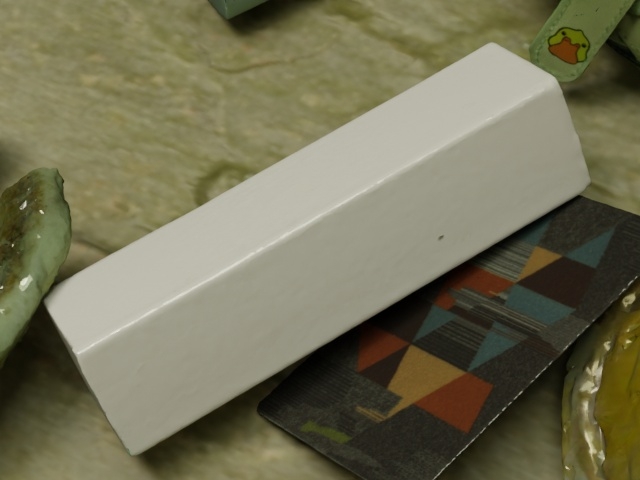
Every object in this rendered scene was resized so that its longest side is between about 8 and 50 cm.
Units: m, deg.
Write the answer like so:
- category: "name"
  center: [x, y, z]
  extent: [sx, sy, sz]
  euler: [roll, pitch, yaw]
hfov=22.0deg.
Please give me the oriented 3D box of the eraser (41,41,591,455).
- category: "eraser"
  center: [0.000, 0.000, 0.902]
  extent: [0.298, 0.076, 0.078]
  euler: [-30, 31, -12]

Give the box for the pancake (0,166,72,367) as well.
- category: "pancake"
  center: [-0.253, 0.021, 0.917]
  extent: [0.254, 0.037, 0.253]
  euler: [-13, 50, 17]

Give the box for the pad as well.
- category: "pad"
  center: [0.077, 0.044, 0.885]
  extent: [0.211, 0.003, 0.143]
  euler: [-43, 35, -18]

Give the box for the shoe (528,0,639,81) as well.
- category: "shoe"
  center: [0.191, -0.158, 0.958]
  extent: [0.128, 0.140, 0.262]
  euler: [-4, 48, -31]

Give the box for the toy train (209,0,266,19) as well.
- category: "toy train"
  center: [0.099, -0.267, 1.054]
  extent: [0.407, 0.088, 0.086]
  euler: [-27, 48, -10]

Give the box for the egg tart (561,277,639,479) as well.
- category: "egg tart"
  center: [0.268, 0.084, 0.812]
  extent: [0.315, 0.120, 0.315]
  euler: [-3, 58, 4]
